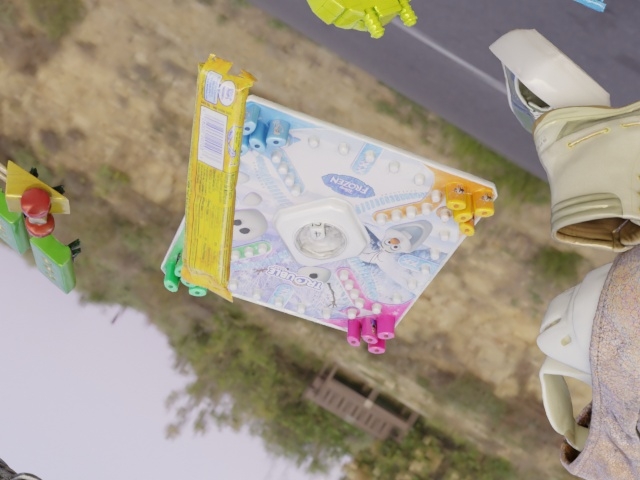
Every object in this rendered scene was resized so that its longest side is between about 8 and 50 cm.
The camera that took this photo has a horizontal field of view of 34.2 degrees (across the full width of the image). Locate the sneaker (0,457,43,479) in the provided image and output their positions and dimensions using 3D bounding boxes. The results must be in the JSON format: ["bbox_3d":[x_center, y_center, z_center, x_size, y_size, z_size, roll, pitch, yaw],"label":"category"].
[{"bbox_3d":[-0.481,0.362,1.526,0.269,0.101,0.153,33,152,0],"label":"sneaker"}]

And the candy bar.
[{"bbox_3d":[-0.063,-0.033,0.622,0.040,0.161,0.018,25,-145,23],"label":"candy bar"}]

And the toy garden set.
[{"bbox_3d":[-0.333,-0.067,1.043,0.244,0.049,0.204,40,160,4],"label":"toy garden set"}]

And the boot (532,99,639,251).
[{"bbox_3d":[0.337,-0.070,1.086,0.213,0.165,0.077,-4,141,6],"label":"boot"}]

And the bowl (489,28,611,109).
[{"bbox_3d":[0.276,-0.189,1.215,0.142,0.053,0.142,33,-161,-26],"label":"bowl"}]

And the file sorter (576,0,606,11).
[{"bbox_3d":[0.310,-0.391,1.382,0.170,0.104,0.118,21,-158,-5],"label":"file sorter"}]

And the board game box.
[{"bbox_3d":[0.000,0.000,1.535,0.390,0.390,0.050,18,-135,-15],"label":"board game box"}]

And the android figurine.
[{"bbox_3d":[0.030,-0.386,1.357,0.272,0.248,0.056,61,144,6],"label":"android figurine"}]

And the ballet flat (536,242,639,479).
[{"bbox_3d":[0.213,0.094,0.767,0.106,0.107,0.316,17,141,24],"label":"ballet flat"}]

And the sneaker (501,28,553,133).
[{"bbox_3d":[0.297,-0.195,1.435,0.192,0.064,0.086,58,-170,-44],"label":"sneaker"}]
